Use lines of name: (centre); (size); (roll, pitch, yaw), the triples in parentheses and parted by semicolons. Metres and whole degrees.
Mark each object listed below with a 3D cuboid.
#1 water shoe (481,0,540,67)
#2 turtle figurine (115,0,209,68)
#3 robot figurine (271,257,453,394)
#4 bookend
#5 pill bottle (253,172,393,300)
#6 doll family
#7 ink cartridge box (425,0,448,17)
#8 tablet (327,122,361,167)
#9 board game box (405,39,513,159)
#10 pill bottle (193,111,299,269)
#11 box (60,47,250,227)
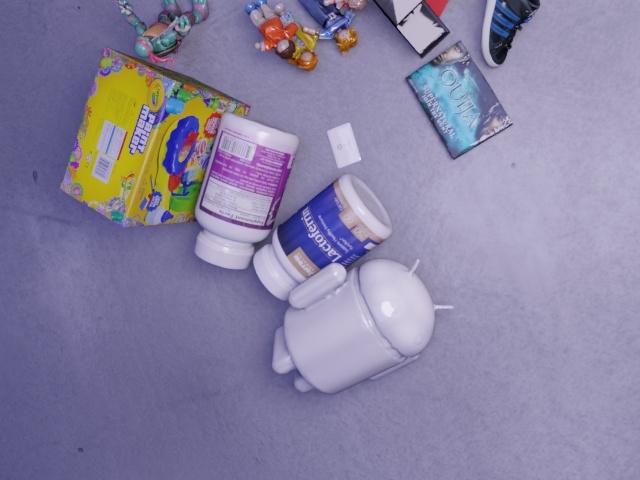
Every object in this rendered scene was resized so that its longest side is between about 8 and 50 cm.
water shoe: (0.325, -0.384, 0.879); (0.080, 0.073, 0.203); (23, 145, 30)
turtle figurine: (-0.338, -0.450, 1.094); (0.175, 0.234, 0.118); (19, 135, 7)
robot figurine: (0.070, 0.164, 1.006); (0.353, 0.199, 0.300); (-31, 124, 20)
bookend: (0.161, -0.406, 0.921); (0.072, 0.157, 0.156); (-40, 100, 19)
pill bottle: (0.000, 0.000, 1.044); (0.265, 0.153, 0.153); (-38, 81, 20)
doll family: (-0.009, -0.436, 1.045); (0.263, 0.118, 0.163); (-34, 76, 2)
ink cartridge box: (0.171, -0.509, 0.897); (0.181, 0.224, 0.056); (45, 67, 6)
tablet: (0.049, -0.198, 1.086); (0.054, 0.006, 0.083); (-17, 88, 21)
board game box: (0.262, -0.266, 0.988); (0.126, 0.026, 0.186); (-31, 84, 21)
pill bottle: (-0.165, -0.100, 1.089); (0.169, 0.169, 0.301); (23, 103, 17)
box: (-0.332, -0.200, 1.083); (0.177, 0.279, 0.290); (28, 105, 16)
